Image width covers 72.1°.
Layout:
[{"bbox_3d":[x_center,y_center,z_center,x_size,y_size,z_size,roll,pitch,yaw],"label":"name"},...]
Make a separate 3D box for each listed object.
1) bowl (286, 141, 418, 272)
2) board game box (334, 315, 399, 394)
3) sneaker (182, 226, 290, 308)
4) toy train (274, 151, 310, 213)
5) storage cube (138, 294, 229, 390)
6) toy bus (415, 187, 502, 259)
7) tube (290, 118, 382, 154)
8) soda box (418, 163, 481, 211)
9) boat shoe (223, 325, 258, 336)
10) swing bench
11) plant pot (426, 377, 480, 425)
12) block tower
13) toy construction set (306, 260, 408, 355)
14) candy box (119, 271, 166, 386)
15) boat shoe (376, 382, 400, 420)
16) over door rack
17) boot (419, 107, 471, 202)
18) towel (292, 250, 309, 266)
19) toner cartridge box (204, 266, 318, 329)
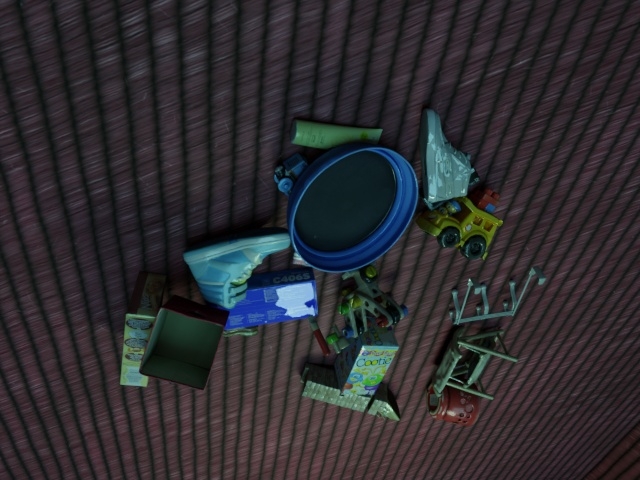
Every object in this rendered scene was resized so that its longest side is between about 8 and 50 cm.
[{"bbox_3d":[0.086,-0.088,1.216,0.390,0.077,0.392,-16,130,-19],"label":"bowl"},{"bbox_3d":[0.164,0.429,1.631,0.141,0.144,0.276,6,126,-16],"label":"board game box"},{"bbox_3d":[-0.217,0.084,1.274,0.318,0.127,0.208,-12,103,9],"label":"sneaker"},{"bbox_3d":[-0.049,-0.146,1.202,0.105,0.080,0.184,-33,127,5],"label":"toy train"},{"bbox_3d":[-0.381,0.285,1.259,0.183,0.193,0.215,18,92,-8],"label":"storage cube"},{"bbox_3d":[0.430,-0.073,1.319,0.220,0.149,0.212,21,107,-21],"label":"toy bus"},{"bbox_3d":[0.042,-0.266,1.143,0.240,0.062,0.070,5,166,-21],"label":"tube"},{"bbox_3d":[0.373,-0.160,1.282,0.168,0.060,0.053,-32,121,13],"label":"soda box"},{"bbox_3d":[-0.300,0.290,1.495,0.177,0.064,0.060,2,95,-14],"label":"boat shoe"},{"bbox_3d":[0.592,0.485,1.750,0.254,0.165,0.253,7,126,-9],"label":"swing bench"},{"bbox_3d":[0.558,0.679,1.874,0.173,0.191,0.191,13,123,-10],"label":"plant pot"},{"bbox_3d":[0.088,0.582,1.713,0.335,0.097,0.091,17,121,-4],"label":"block tower"},{"bbox_3d":[0.100,0.199,1.429,0.308,0.257,0.237,-26,84,-11],"label":"toy construction set"},{"bbox_3d":[-0.546,0.276,1.351,0.087,0.183,0.317,10,124,-17],"label":"candy box"},{"bbox_3d":[0.248,0.675,1.868,0.089,0.105,0.285,-29,116,17],"label":"boat shoe"},{"bbox_3d":[0.598,0.181,1.536,0.239,0.108,0.324,-9,148,-4],"label":"over door rack"},{"bbox_3d":[0.339,-0.232,1.183,0.123,0.095,0.259,-9,118,1],"label":"boot"},{"bbox_3d":[0.000,0.000,1.354,0.144,0.029,0.197,8,122,-16],"label":"towel"},{"bbox_3d":[-0.187,0.190,1.426,0.347,0.075,0.165,-7,126,-6],"label":"toner cartridge box"}]
